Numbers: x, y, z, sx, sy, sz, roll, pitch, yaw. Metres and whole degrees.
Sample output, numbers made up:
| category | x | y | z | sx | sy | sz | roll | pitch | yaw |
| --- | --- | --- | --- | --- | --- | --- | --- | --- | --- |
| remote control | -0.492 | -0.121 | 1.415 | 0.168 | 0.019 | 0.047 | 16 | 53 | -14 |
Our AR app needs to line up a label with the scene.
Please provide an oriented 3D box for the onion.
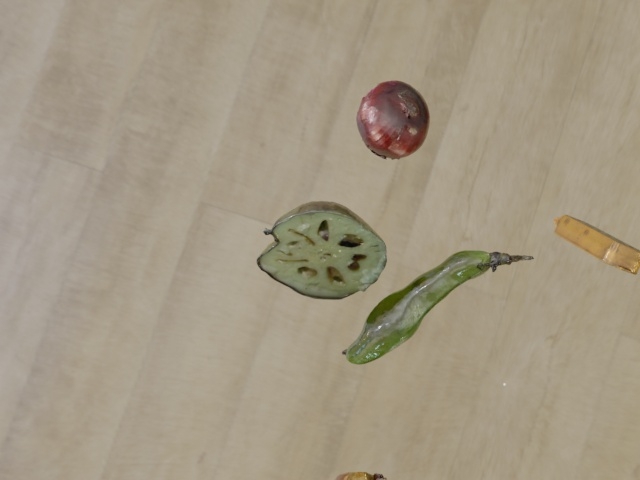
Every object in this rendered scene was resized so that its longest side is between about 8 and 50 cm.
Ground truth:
| category | x | y | z | sx | sy | sz | roll | pitch | yaw |
| --- | --- | --- | --- | --- | --- | --- | --- | --- | --- |
| onion | 0.120 | -0.198 | 1.695 | 0.131 | 0.131 | 0.131 | -1 | 82 | 10 |

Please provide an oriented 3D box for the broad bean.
| category | x | y | z | sx | sy | sz | roll | pitch | yaw |
| --- | --- | --- | --- | --- | --- | --- | --- | --- | --- |
| broad bean | 0.151 | 0.086 | 1.499 | 0.325 | 0.067 | 0.075 | -38 | 74 | 25 |

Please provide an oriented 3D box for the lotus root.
| category | x | y | z | sx | sy | sz | roll | pitch | yaw |
| --- | --- | --- | --- | --- | --- | --- | --- | --- | --- |
| lotus root | 0.003 | 0.002 | 1.562 | 0.183 | 0.203 | 0.078 | -29 | 42 | 27 |

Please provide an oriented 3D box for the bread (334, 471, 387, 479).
| category | x | y | z | sx | sy | sz | roll | pitch | yaw |
| --- | --- | --- | --- | --- | --- | --- | --- | --- | --- |
| bread | 0.043 | 0.461 | 1.586 | 0.099 | 0.235 | 0.210 | 17 | 65 | 8 |

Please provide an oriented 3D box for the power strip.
| category | x | y | z | sx | sy | sz | roll | pitch | yaw |
| --- | --- | --- | --- | --- | --- | --- | --- | --- | --- |
| power strip | 0.320 | -0.001 | 1.212 | 0.049 | 0.178 | 0.028 | 20 | 100 | -18 |
